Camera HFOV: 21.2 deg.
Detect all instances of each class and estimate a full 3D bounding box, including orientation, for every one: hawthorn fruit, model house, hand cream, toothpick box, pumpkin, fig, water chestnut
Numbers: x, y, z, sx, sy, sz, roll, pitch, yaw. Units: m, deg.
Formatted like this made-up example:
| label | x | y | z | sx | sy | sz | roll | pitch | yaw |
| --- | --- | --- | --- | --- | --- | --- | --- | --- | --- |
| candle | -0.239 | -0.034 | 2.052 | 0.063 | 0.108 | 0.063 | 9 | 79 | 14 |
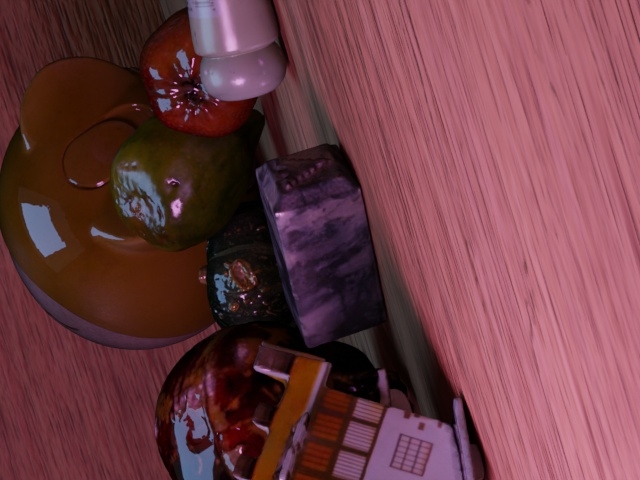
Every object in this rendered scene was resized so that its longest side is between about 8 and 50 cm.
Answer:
| label | x | y | z | sx | sy | sz | roll | pitch | yaw |
| --- | --- | --- | --- | --- | --- | --- | --- | --- | --- |
| hawthorn fruit | -0.138 | -0.221 | 2.095 | 0.203 | 0.163 | 0.162 | -82 | -20 | -61 |
| model house | 0.026 | 0.226 | 1.447 | 0.224 | 0.215 | 0.198 | 85 | -155 | -61 |
| hand cream | -0.111 | -0.299 | 1.780 | 0.147 | 0.093 | 0.306 | -110 | 6 | -74 |
| toothpick box | -0.282 | -0.058 | 2.595 | 0.425 | 0.409 | 0.409 | 83 | 168 | -66 |
| pumpkin | -0.082 | 0.043 | 2.219 | 0.190 | 0.146 | 0.190 | 161 | 90 | -82 |
| fig | -0.165 | -0.100 | 2.161 | 0.167 | 0.233 | 0.167 | 30 | 169 | 7 |
| water chestnut | -0.029 | 0.205 | 1.746 | 0.289 | 0.244 | 0.289 | 49 | 176 | 4 |

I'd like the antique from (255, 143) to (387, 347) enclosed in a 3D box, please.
| label | x | y | z | sx | sy | sz | roll | pitch | yaw |
| --- | --- | --- | --- | --- | --- | --- | --- | --- | --- |
| antique | 0.000 | 0.000 | 1.646 | 0.088 | 0.086 | 0.183 | -116 | 11 | -51 |
